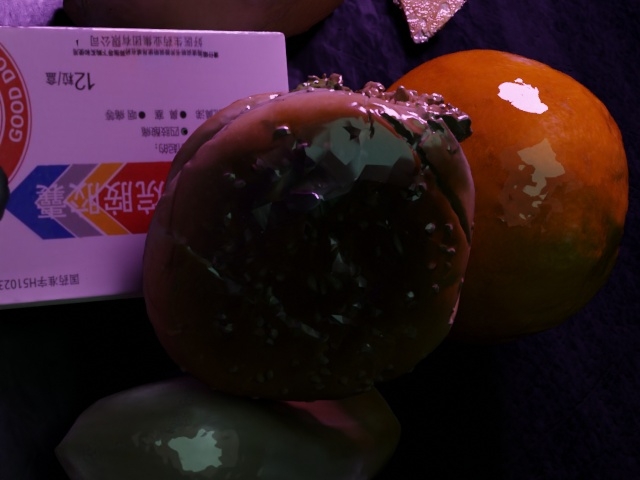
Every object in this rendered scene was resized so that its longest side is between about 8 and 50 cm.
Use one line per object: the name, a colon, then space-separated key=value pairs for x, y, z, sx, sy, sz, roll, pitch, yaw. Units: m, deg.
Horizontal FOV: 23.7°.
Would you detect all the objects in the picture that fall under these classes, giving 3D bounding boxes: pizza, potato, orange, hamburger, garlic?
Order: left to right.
garlic: x=-0.054 y=0.174 z=1.216 sx=0.318 sy=0.112 sz=0.143 roll=2 pitch=64 yaw=-46
potato: x=-0.055 y=-0.253 z=1.322 sx=0.211 sy=0.189 sz=0.264 roll=44 pitch=53 yaw=-13
hamburger: x=0.000 y=0.000 z=1.160 sx=0.286 sy=0.146 sz=0.243 roll=-39 pitch=103 yaw=-2
pizza: x=0.099 y=-0.230 z=1.530 sx=0.083 sy=0.025 sz=0.078 roll=20 pitch=74 yaw=-7
orange: x=0.145 y=-0.037 z=1.330 sx=0.261 sy=0.261 sz=0.261 roll=14 pitch=64 yaw=-30

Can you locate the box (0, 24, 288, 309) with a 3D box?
box: x=-0.178 y=-0.058 z=1.205 sx=0.353 sy=0.069 sz=0.214 roll=-4 pitch=89 yaw=-35
